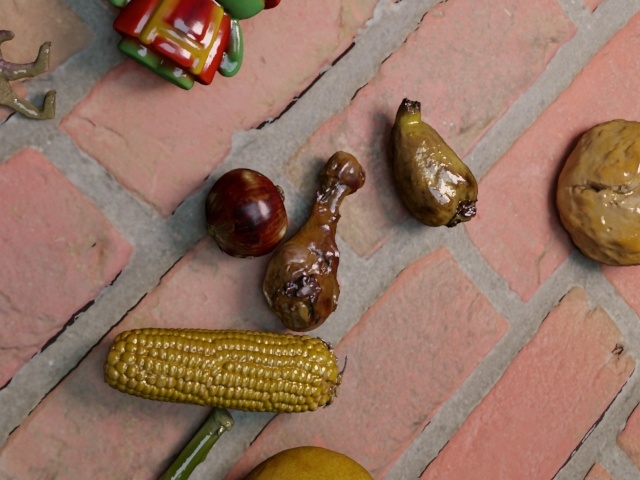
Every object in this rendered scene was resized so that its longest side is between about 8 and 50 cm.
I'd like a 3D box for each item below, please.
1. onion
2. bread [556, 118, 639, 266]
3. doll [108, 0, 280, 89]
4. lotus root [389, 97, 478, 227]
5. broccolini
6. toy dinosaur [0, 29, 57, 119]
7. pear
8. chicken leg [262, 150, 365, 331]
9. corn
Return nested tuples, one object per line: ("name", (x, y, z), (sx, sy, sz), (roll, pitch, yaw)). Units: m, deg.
("onion", (-0.091, -0.035, 1.059), (0.118, 0.118, 0.117), (-40, 101, -16))
("bread", (0.488, -0.072, 1.279), (0.244, 0.134, 0.245), (1, 89, -23))
("doll", (-0.115, -0.361, 1.007), (0.182, 0.160, 0.363), (30, 80, -19))
("lotus root", (0.149, -0.107, 1.166), (0.108, 0.094, 0.191), (-34, 96, -42))
("broccolini", (-0.244, 0.365, 1.023), (0.079, 0.074, 0.392), (43, 78, -25))
("toy dinosaur", (-0.411, -0.176, 0.956), (0.199, 0.072, 0.252), (7, 101, -12))
("pear", (-0.010, 0.364, 1.058), (0.208, 0.209, 0.209), (-1, 92, -22))
("chicken leg", (-0.003, -0.001, 1.113), (0.107, 0.087, 0.252), (38, 67, -55))
("corn", (-0.119, 0.164, 1.054), (0.305, 0.106, 0.106), (8, 89, -22))
